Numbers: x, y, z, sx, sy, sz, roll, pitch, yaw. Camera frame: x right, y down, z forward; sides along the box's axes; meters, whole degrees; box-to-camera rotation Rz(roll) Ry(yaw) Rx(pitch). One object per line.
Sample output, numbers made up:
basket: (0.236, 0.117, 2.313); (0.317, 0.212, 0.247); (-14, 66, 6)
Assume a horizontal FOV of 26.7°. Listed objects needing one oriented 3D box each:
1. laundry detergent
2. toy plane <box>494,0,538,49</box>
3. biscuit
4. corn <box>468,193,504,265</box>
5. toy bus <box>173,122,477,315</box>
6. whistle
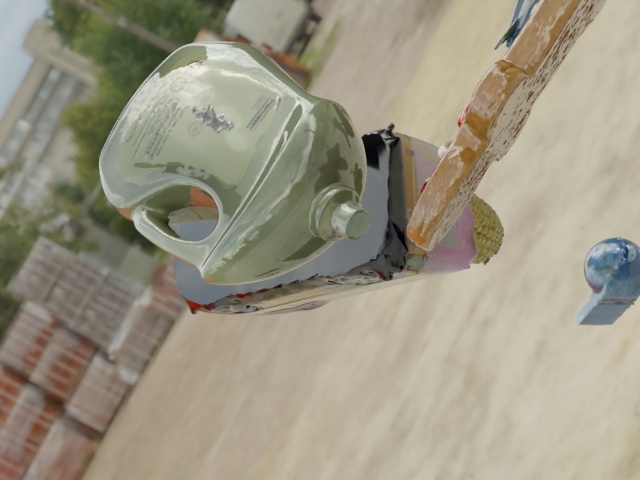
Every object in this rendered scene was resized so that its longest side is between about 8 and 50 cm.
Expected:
laundry detergent: (-0.057, -0.054, 1.060); (0.253, 0.091, 0.181); (31, 79, 42)
toy plane: (0.192, -0.252, 1.084); (0.226, 0.058, 0.226); (-21, -53, -65)
biscuit: (0.130, -0.105, 0.943); (0.250, 0.036, 0.165); (-57, -12, 2)
corn: (0.153, -0.044, 1.774); (0.091, 0.260, 0.091); (-18, 59, 32)
toy bus: (0.000, 0.000, 1.591); (0.386, 0.162, 0.171); (-15, 69, 45)
whistle: (0.379, 0.046, 1.762); (0.158, 0.090, 0.090); (112, -177, -63)
